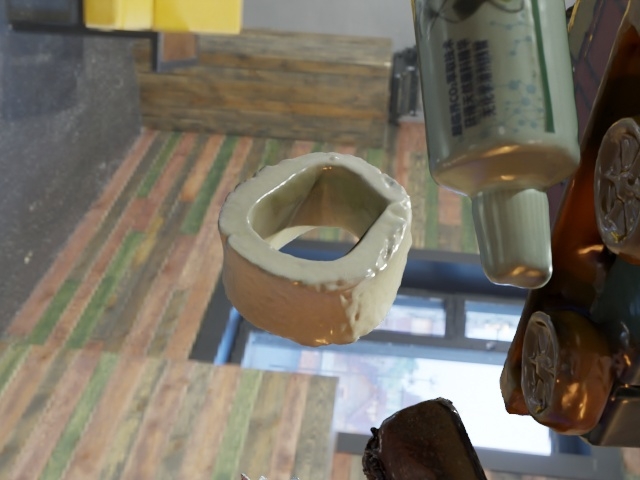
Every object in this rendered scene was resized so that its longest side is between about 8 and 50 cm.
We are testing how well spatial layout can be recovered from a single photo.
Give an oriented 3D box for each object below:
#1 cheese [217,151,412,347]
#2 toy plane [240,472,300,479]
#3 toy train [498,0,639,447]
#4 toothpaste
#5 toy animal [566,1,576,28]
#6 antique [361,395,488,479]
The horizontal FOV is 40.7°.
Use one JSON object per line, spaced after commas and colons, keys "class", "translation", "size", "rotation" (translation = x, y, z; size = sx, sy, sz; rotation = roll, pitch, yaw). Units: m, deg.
{"class": "cheese", "translation": [0.002, 0.003, 1.407], "size": [0.332, 0.292, 0.153], "rotation": [-47, 150, -39]}
{"class": "toy plane", "translation": [-0.022, 0.309, 0.888], "size": [0.065, 0.171, 0.162], "rotation": [-36, 159, -37]}
{"class": "toy train", "translation": [0.217, -0.033, 0.527], "size": [0.231, 0.163, 0.369], "rotation": [-91, -174, -49]}
{"class": "toothpaste", "translation": [0.067, -0.170, 0.400], "size": [0.061, 0.099, 0.392], "rotation": [17, 65, -58]}
{"class": "toy animal", "translation": [0.250, -0.220, 0.913], "size": [0.217, 0.073, 0.176], "rotation": [57, -12, 39]}
{"class": "antique", "translation": [0.112, 0.277, 0.656], "size": [0.087, 0.093, 0.310], "rotation": [78, -6, -57]}
